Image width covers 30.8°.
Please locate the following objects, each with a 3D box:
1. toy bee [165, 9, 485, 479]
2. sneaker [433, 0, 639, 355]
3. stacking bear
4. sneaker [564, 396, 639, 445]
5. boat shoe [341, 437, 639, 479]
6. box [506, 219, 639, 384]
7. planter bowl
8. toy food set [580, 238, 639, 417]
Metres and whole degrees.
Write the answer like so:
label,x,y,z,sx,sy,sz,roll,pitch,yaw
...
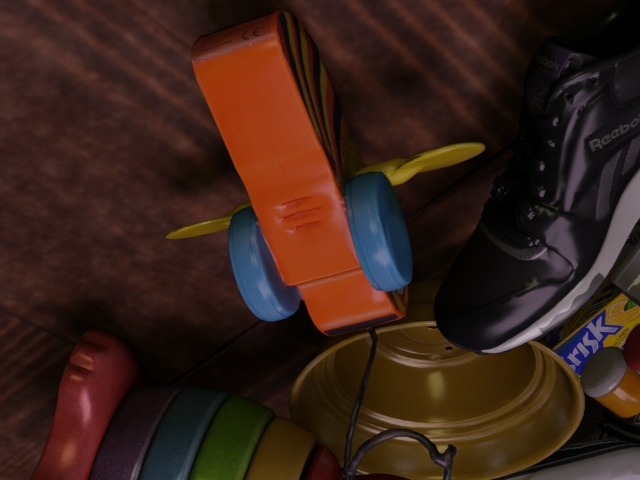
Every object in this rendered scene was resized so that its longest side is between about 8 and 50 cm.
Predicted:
label,x,y,z,sx,sy,sz,roll,pitch,yaw
toy bee,0.000,0.000,0.730,0.195,0.162,0.298,5,110,8
sneaker,0.150,-0.063,0.723,0.124,0.107,0.283,38,96,-32
stacking bear,-0.047,0.194,0.832,0.288,0.176,0.164,16,167,8
sneaker,0.304,0.097,0.961,0.146,0.134,0.343,36,125,-12
boat shoe,0.136,0.201,0.994,0.301,0.102,0.108,-22,147,29
box,0.217,0.052,0.912,0.054,0.059,0.169,25,125,-30
planter bowl,0.087,0.094,0.883,0.217,0.090,0.217,2,138,2
toy food set,0.243,0.008,0.774,0.104,0.111,0.232,36,94,-20
